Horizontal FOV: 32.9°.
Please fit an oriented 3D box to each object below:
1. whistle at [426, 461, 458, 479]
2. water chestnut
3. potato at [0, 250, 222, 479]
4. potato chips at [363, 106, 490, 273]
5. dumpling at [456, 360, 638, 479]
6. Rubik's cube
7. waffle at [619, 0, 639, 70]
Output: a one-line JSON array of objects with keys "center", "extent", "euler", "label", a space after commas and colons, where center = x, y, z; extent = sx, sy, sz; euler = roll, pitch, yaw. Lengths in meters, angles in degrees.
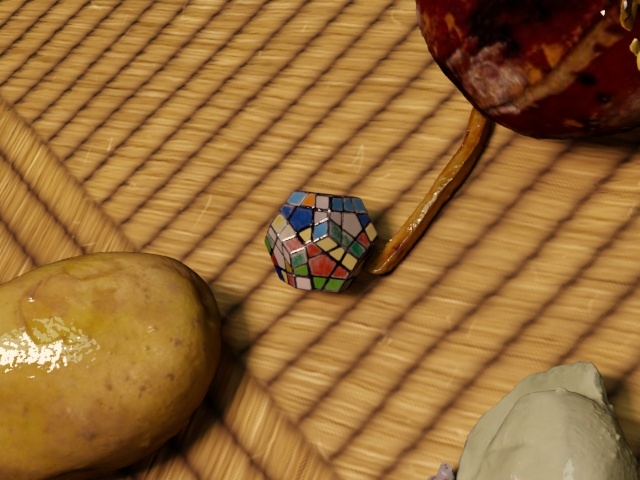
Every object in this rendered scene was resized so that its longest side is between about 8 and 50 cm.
[{"center": [0.079, 0.215, 0.914], "extent": [0.083, 0.029, 0.033], "euler": [-24, 72, 8], "label": "whistle"}, {"center": [0.266, -0.227, 0.946], "extent": [0.335, 0.347, 0.335], "euler": [-52, 19, 26], "label": "water chestnut"}, {"center": [-0.221, 0.116, 1.038], "extent": [0.266, 0.229, 0.229], "euler": [-17, 54, 0], "label": "potato"}, {"center": [0.111, -0.047, 1.056], "extent": [0.037, 0.026, 0.204], "euler": [25, 77, 39], "label": "potato chips"}, {"center": [0.182, 0.196, 0.840], "extent": [0.152, 0.108, 0.219], "euler": [-53, 15, 51], "label": "dumpling"}, {"center": [0.000, 0.000, 1.042], "extent": [0.093, 0.111, 0.111], "euler": [-25, 49, -20], "label": "Rubik's cube"}, {"center": [0.395, -0.183, 0.785], "extent": [0.382, 0.379, 0.095], "euler": [-22, 13, -9], "label": "waffle"}]
